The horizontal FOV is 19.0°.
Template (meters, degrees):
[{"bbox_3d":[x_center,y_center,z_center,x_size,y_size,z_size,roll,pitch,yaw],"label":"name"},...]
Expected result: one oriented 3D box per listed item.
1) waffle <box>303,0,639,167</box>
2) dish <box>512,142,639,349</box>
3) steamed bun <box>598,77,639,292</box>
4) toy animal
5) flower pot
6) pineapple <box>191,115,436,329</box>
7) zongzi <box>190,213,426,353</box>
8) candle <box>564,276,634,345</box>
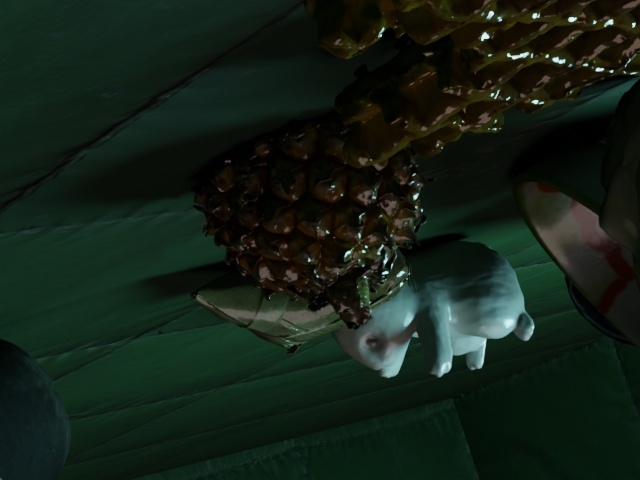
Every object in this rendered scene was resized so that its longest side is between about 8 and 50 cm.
[{"bbox_3d":[0.117,-0.133,1.058,0.260,0.069,0.293,-20,168,-3],"label":"waffle"},{"bbox_3d":[0.330,0.015,1.712,0.124,0.324,0.324,-45,173,-7],"label":"dish"},{"bbox_3d":[0.307,-0.043,1.426,0.207,0.268,0.280,17,-157,17],"label":"steamed bun"},{"bbox_3d":[0.075,0.083,1.983,0.282,0.138,0.140,-12,173,-26],"label":"toy animal"},{"bbox_3d":[-0.314,0.178,1.670,0.235,0.235,0.148,-26,-174,41],"label":"flower pot"},{"bbox_3d":[0.004,-0.001,1.366,0.161,0.137,0.176,-11,167,-39],"label":"pineapple"},{"bbox_3d":[-0.005,0.029,1.747,0.189,0.081,0.178,-27,158,19],"label":"zongzi"},{"bbox_3d":[0.396,0.004,2.011,0.187,0.187,0.330,-25,170,36],"label":"candle"}]
